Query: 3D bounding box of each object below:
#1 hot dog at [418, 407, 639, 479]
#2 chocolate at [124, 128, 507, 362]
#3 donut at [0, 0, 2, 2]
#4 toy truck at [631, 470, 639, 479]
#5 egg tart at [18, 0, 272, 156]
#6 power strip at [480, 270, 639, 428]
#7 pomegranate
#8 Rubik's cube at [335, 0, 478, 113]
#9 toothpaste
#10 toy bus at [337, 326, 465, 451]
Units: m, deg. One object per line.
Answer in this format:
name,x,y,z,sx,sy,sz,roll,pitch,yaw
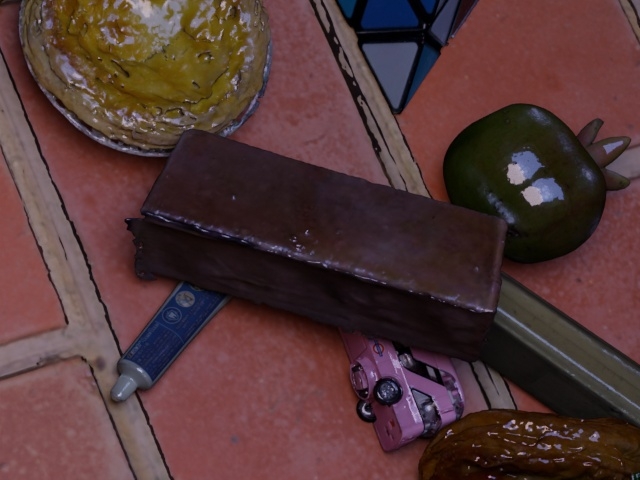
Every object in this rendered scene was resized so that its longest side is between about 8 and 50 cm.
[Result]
hot dog,0.199,0.218,1.741,0.227,0.099,0.160,5,110,-9
chocolate,0.000,0.000,1.708,0.321,0.112,0.112,15,59,3
donut,-0.364,-0.310,1.714,0.277,0.108,0.277,0,89,-10
toy truck,0.359,0.291,1.711,0.088,0.121,0.259,-92,156,-54
egg tart,-0.158,-0.179,1.791,0.234,0.094,0.234,6,70,-15
power strip,0.282,0.151,1.811,0.387,0.092,0.066,36,64,-3
pomegranate,0.207,-0.059,1.860,0.152,0.131,0.191,52,40,12
Rubik's cube,0.090,-0.332,1.861,0.250,0.234,0.284,40,63,0
toothpaste,-0.122,0.069,1.737,0.057,0.035,0.197,42,59,-5
toy bus,0.059,0.083,1.778,0.090,0.063,0.203,-13,73,-23
